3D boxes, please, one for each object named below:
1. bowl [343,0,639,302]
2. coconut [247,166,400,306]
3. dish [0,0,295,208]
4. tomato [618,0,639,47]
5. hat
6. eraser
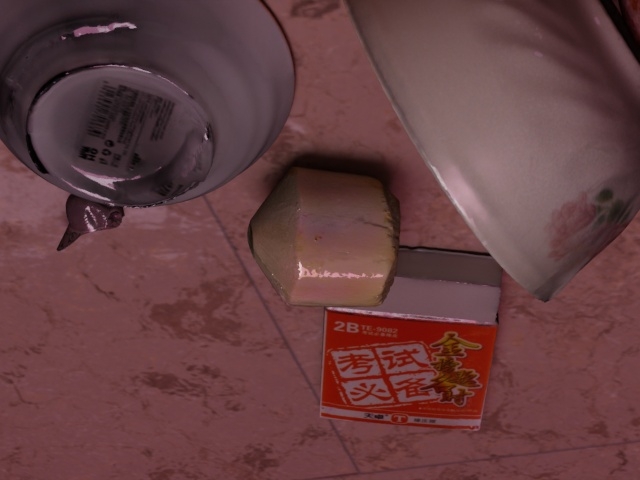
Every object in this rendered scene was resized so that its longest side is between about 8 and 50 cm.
[{"bbox_3d":[0.141,-0.113,1.135,0.145,0.277,0.277,-33,128,14],"label":"bowl"},{"bbox_3d":[0.000,0.000,1.382,0.122,0.116,0.116,6,139,-8],"label":"coconut"},{"bbox_3d":[-0.151,-0.102,1.290,0.260,0.085,0.260,1,135,1],"label":"dish"},{"bbox_3d":[0.304,-0.187,1.073,0.232,0.189,0.232,18,147,12],"label":"tomato"},{"bbox_3d":[-0.203,-0.023,1.439,0.058,0.042,0.087,-24,180,-29],"label":"hat"},{"bbox_3d":[0.080,0.093,1.537,0.157,0.038,0.230,5,140,2],"label":"eraser"}]
